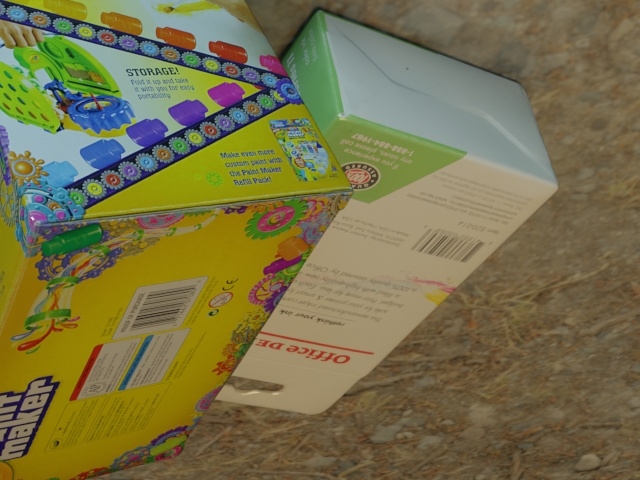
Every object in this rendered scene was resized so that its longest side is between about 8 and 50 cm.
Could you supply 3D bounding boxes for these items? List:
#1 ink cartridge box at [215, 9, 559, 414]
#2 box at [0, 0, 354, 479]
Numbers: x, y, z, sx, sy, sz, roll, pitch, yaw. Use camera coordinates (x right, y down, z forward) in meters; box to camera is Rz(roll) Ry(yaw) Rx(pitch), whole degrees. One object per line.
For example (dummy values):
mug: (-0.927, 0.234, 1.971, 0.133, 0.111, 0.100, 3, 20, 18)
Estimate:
ink cartridge box: (0.000, 0.000, 0.906, 0.207, 0.119, 0.353, 14, 135, -29)
box: (-0.166, -0.037, 0.662, 0.177, 0.279, 0.290, -8, 146, -35)
